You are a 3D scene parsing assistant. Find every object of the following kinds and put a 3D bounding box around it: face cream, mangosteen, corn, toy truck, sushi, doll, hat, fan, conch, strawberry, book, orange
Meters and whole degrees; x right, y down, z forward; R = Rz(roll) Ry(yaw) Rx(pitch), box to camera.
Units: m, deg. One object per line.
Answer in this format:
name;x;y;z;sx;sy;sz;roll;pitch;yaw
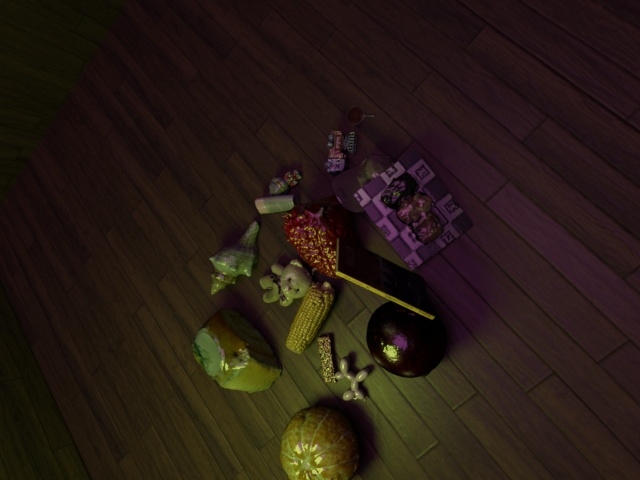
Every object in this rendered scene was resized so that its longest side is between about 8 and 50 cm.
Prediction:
face cream;-0.197;-0.167;1.909;0.198;0.057;0.084;-4;130;25
mangosteen;0.300;0.358;1.517;0.297;0.297;0.293;43;124;22
corn;-0.043;0.321;1.772;0.130;0.130;0.347;34;104;24
toy truck;0.087;-0.367;1.779;0.115;0.080;0.178;6;88;17
sushi;0.342;-0.118;1.551;0.296;0.100;0.373;-36;83;6
doll;0.129;0.572;1.706;0.161;0.059;0.160;26;100;16
hat;0.181;-0.235;1.664;0.214;0.244;0.149;55;148;17
fan;0.168;-0.530;1.787;0.133;0.005;0.085;10;91;27
conch;-0.395;0.093;1.943;0.203;0.169;0.386;36;106;-2
strawberry;-0.002;0.000;1.707;0.292;0.292;0.344;-9;98;25
book;0.223;0.127;1.493;0.374;0.262;0.028;26;115;-9
doll;-0.167;0.198;1.843;0.278;0.149;0.175;-23;110;36
doll;-0.168;-0.255;1.903;0.180;0.079;0.094;-32;110;16
orange;-0.006;0.824;1.657;0.329;0.249;0.329;1;94;21

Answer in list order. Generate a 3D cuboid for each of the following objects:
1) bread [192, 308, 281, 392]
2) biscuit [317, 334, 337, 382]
bread;-0.390;0.507;1.860;0.395;0.264;0.239;41;100;24
biscuit;0.031;0.499;1.776;0.064;0.034;0.199;-12;81;25
